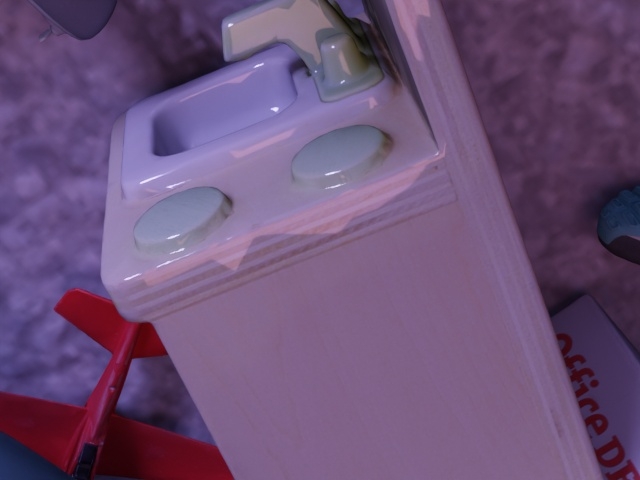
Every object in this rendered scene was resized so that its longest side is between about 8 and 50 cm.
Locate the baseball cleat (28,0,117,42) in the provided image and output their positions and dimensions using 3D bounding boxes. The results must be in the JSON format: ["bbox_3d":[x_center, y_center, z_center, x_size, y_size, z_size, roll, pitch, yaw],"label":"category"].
[{"bbox_3d":[-0.108,-0.168,0.414,0.109,0.072,0.206,-31,118,6],"label":"baseball cleat"}]

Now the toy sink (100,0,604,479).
[{"bbox_3d":[0.000,0.000,0.471,0.131,0.153,0.234,-22,119,3],"label":"toy sink"}]

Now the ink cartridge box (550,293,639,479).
[{"bbox_3d":[0.059,0.179,0.538,0.283,0.207,0.117,-36,115,9],"label":"ink cartridge box"}]

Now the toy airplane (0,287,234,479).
[{"bbox_3d":[-0.096,0.074,0.562,0.151,0.028,0.151,-3,117,-6],"label":"toy airplane"}]

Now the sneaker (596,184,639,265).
[{"bbox_3d":[0.195,0.027,0.567,0.166,0.065,0.076,17,117,-15],"label":"sneaker"}]

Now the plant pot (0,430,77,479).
[{"bbox_3d":[-0.190,0.181,0.443,0.293,0.293,0.235,-33,120,8],"label":"plant pot"}]
